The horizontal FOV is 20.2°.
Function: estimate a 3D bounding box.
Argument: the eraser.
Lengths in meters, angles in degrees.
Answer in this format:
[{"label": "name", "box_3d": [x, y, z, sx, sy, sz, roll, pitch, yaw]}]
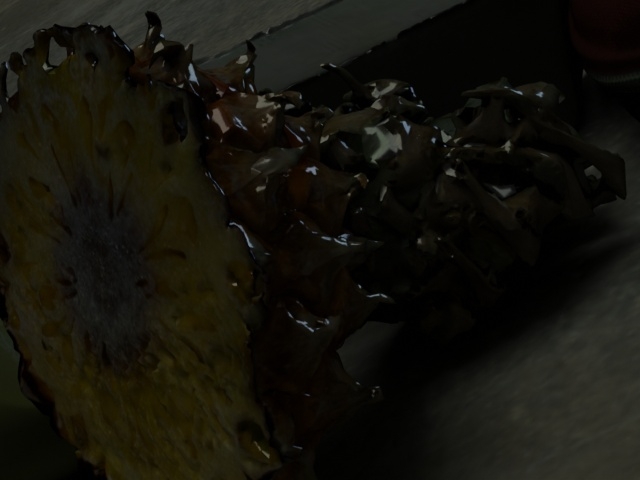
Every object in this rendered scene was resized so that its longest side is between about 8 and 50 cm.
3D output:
[{"label": "eraser", "box_3d": [0.013, -0.067, 0.991, 0.352, 0.111, 0.077, -27, 35, -16]}]

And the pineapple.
[{"label": "pineapple", "box_3d": [0.016, -0.004, 0.849, 0.271, 0.263, 0.262, -19, 9, -33]}]

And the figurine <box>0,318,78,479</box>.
[{"label": "figurine", "box_3d": [-0.231, 0.127, 1.006, 0.262, 0.154, 0.180, -27, 3, -36]}]

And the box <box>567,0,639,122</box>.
[{"label": "box", "box_3d": [0.262, -0.200, 1.005, 0.263, 0.108, 0.404, -26, 20, 21]}]
